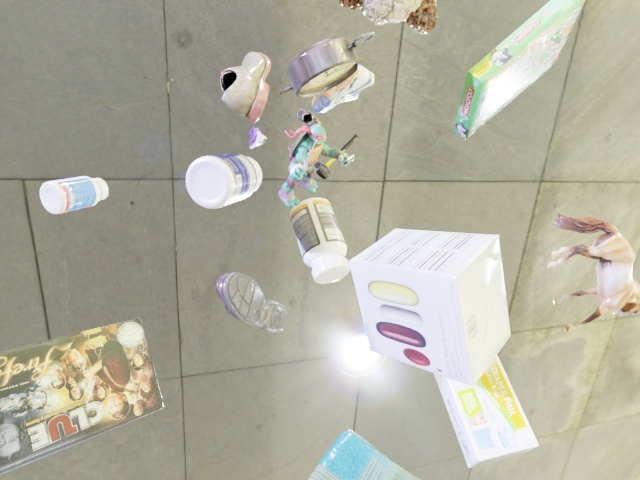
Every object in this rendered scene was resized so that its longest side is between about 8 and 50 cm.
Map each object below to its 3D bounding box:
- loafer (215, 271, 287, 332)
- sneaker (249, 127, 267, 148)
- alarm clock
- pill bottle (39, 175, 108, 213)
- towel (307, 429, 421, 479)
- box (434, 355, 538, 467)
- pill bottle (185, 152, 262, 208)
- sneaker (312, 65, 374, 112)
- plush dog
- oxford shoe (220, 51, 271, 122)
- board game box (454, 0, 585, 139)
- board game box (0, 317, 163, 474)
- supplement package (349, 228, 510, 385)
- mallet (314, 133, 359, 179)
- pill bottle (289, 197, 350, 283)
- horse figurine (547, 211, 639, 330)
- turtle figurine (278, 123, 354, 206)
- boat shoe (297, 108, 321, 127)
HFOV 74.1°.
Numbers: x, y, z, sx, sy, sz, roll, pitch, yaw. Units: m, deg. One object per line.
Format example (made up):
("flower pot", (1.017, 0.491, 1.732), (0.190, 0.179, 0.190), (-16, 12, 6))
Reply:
("loafer", (-0.193, 0.171, 1.106), (0.302, 0.095, 0.109), (51, 47, -53))
("sneaker", (-0.262, -0.425, 1.736), (0.068, 0.170, 0.071), (-31, 100, -17))
("alarm clock", (0.018, -0.324, 0.765), (0.129, 0.192, 0.064), (-29, 99, -50))
("pill bottle", (-0.940, -0.182, 1.636), (0.124, 0.221, 0.125), (6, 108, 21))
("towel", (0.073, 0.619, 0.927), (0.370, 0.271, 0.040), (-33, 145, -50))
("box", (0.306, 0.310, 0.820), (0.114, 0.203, 0.103), (-14, 146, -2))
("pill bottle", (-0.288, -0.193, 1.326), (0.153, 0.264, 0.153), (3, 104, 14))
("sneaker", (0.083, -0.560, 1.622), (0.130, 0.296, 0.112), (4, 78, -35))
("plush dog", (0.136, -0.510, 0.798), (0.262, 0.210, 0.226), (11, 73, -10))
("oxford shoe", (-0.228, -0.494, 1.271), (0.130, 0.348, 0.123), (19, 127, -25))
("board game box", (0.447, -0.397, 0.967), (0.317, 0.046, 0.213), (-40, 158, -6))
("board game box", (-0.390, 0.233, 0.670), (0.243, 0.042, 0.165), (-10, 76, -44))
("supplement package", (0.186, 0.099, 0.722), (0.149, 0.203, 0.194), (-30, 114, -38))
("mallet", (0.062, -0.284, 1.449), (0.189, 0.039, 0.062), (-38, 134, 5))
("pill bottle", (0.000, 0.000, 1.497), (0.162, 0.279, 0.162), (-15, 154, -8))
("horse figurine", (0.536, 0.060, 0.815), (0.174, 0.066, 0.264), (-19, 108, 7))
("turtle figurine", (-0.018, -0.178, 0.947), (0.175, 0.118, 0.234), (-21, 161, -30))
("boat shoe", (-0.050, -0.470, 1.618), (0.056, 0.152, 0.049), (-49, 139, 6))
